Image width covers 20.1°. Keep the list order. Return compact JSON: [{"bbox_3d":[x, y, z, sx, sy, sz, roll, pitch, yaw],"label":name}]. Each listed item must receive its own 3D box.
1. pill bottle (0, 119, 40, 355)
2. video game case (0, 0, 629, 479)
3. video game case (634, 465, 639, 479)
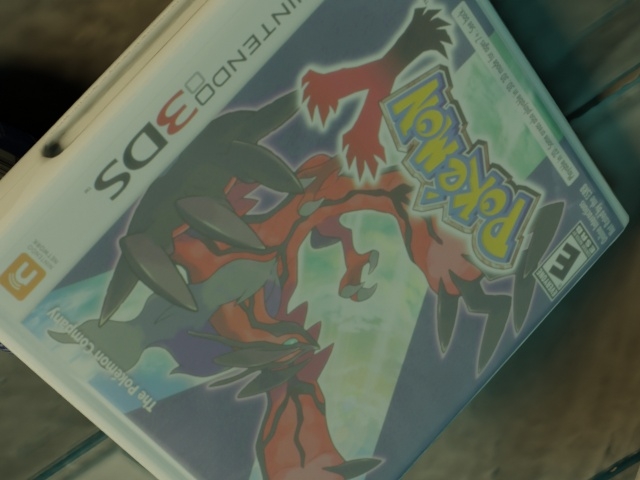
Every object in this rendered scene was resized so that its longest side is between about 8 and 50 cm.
[{"bbox_3d":[-0.093,0.003,0.578,0.120,0.067,0.067,27,120,-35],"label":"pill bottle"},{"bbox_3d":[0.000,0.000,0.581,0.183,0.023,0.201,-47,133,-7],"label":"video game case"},{"bbox_3d":[0.270,0.080,0.628,0.300,0.036,0.329,15,108,1],"label":"video game case"}]
